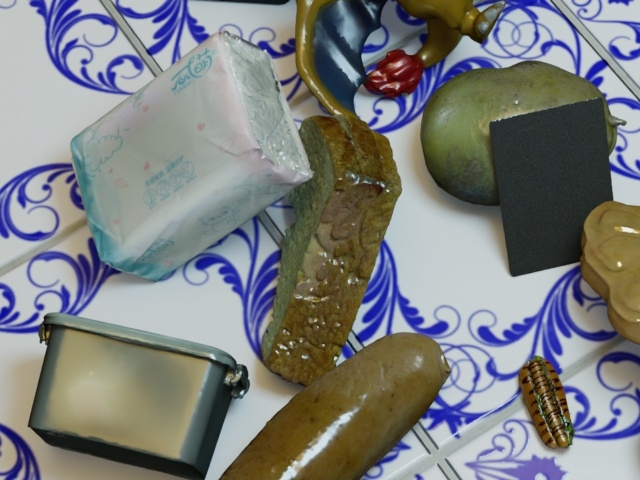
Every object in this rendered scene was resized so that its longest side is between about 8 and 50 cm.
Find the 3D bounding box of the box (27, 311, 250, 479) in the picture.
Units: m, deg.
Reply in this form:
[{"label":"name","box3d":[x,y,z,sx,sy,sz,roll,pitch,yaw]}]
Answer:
[{"label":"box","box3d":[-0.214,0.183,1.942,0.243,0.163,0.135,12,72,7]}]

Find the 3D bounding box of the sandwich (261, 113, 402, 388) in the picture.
[{"label":"sandwich","box3d":[0.005,0.001,2.040,0.100,0.288,0.254,14,19,-16]}]

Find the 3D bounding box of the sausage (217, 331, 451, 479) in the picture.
[{"label":"sausage","box3d":[-0.038,0.277,1.896,0.136,0.123,0.501,44,68,-6]}]

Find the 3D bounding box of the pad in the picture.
[{"label":"pad","box3d":[0.282,-0.062,2.038,0.143,0.211,0.003,-12,26,-5]}]

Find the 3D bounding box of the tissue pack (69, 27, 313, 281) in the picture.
[{"label":"tissue pack","box3d":[-0.161,-0.098,2.031,0.271,0.124,0.201,-33,63,27]}]

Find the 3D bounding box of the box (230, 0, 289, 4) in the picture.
[{"label":"box","box3d":[-0.102,-0.428,2.308,0.160,0.050,0.230,4,63,4]}]

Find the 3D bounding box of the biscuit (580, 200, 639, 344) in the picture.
[{"label":"biscuit","box3d":[0.461,0.036,1.966,0.312,0.057,0.351,-6,40,-17]}]

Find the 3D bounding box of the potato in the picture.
[{"label":"potato","box3d":[0.250,-0.134,2.090,0.251,0.159,0.174,-8,89,8]}]

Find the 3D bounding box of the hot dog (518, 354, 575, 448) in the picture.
[{"label":"hot dog","box3d":[0.265,0.189,1.984,0.049,0.037,0.122,-18,62,-4]}]

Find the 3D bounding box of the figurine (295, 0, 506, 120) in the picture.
[{"label":"figurine","box3d":[0.060,-0.378,2.132,0.387,0.268,0.401,36,71,0]}]
